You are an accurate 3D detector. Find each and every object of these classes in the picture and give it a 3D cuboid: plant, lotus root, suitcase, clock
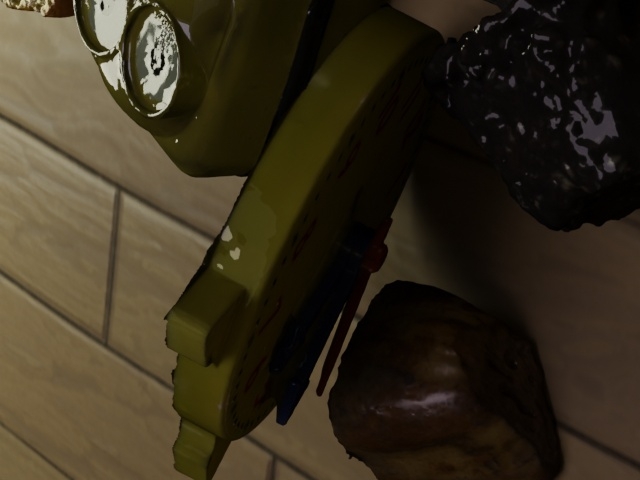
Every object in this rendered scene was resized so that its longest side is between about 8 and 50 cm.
[{"bbox_3d":[0.135,-0.112,1.009,0.203,0.142,0.131,58,147,16],"label":"plant"},{"bbox_3d":[0.072,0.104,1.154,0.135,0.095,0.159,-10,93,49],"label":"lotus root"},{"bbox_3d":[-0.068,-0.170,1.246,0.194,0.143,0.235,48,131,37],"label":"suitcase"},{"bbox_3d":[0.005,0.000,1.096,0.071,0.293,0.277,26,160,10],"label":"clock"}]

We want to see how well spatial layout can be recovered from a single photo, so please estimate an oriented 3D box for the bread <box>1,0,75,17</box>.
[{"bbox_3d":[-0.221,-0.275,1.497,0.103,0.065,0.187,-1,96,54],"label":"bread"}]
